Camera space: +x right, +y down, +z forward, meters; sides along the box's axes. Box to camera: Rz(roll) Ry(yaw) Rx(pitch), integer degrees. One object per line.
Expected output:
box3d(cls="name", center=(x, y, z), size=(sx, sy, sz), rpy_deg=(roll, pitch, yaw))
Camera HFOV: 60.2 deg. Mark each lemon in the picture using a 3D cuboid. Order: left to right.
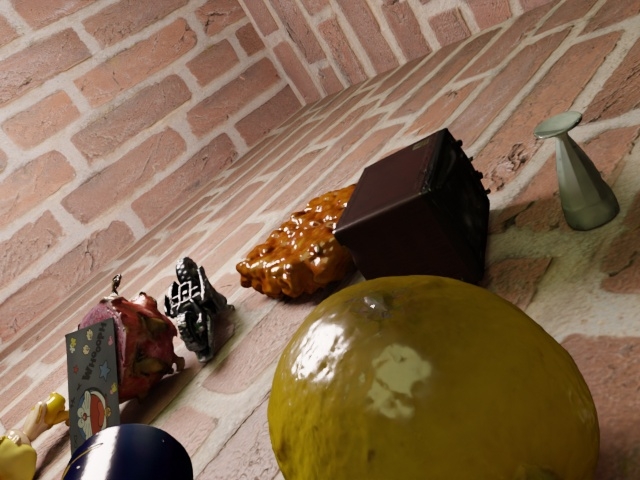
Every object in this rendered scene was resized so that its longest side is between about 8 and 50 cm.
box3d(cls="lemon", center=(0.084, 0.152, 0.477), size=(0.284, 0.260, 0.260), rpy_deg=(-24, 20, 51))

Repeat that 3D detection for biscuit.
box3d(cls="biscuit", center=(0.000, 0.000, 1.146), size=(0.312, 0.110, 0.318), rpy_deg=(-42, 22, -27))

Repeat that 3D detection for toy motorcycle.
box3d(cls="toy motorcycle", center=(-0.256, 0.151, 1.174), size=(0.106, 0.159, 0.270), rpy_deg=(-26, 37, 4))

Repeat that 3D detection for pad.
box3d(cls="pad", center=(-0.438, 0.284, 1.056), size=(0.170, 0.245, 0.006), rpy_deg=(-20, -19, 33))

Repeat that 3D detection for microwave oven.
box3d(cls="microwave oven", center=(0.164, -0.037, 0.880), size=(0.188, 0.178, 0.247), rpy_deg=(-22, 23, 29))

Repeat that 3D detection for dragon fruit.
box3d(cls="dragon fruit", center=(-0.385, 0.212, 1.121), size=(0.211, 0.147, 0.282), rpy_deg=(9, 87, 37))

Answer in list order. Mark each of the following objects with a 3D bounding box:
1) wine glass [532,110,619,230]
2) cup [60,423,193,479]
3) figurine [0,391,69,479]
box3d(cls="wine glass", center=(0.354, -0.097, 0.763), size=(0.073, 0.155, 0.073), rpy_deg=(-25, 22, 11))
box3d(cls="cup", center=(-0.263, 0.365, 0.621), size=(0.255, 0.178, 0.256), rpy_deg=(-33, 18, -3))
box3d(cls="figurine", center=(-0.604, 0.416, 1.101), size=(0.246, 0.131, 0.156), rpy_deg=(-56, -5, -43))
